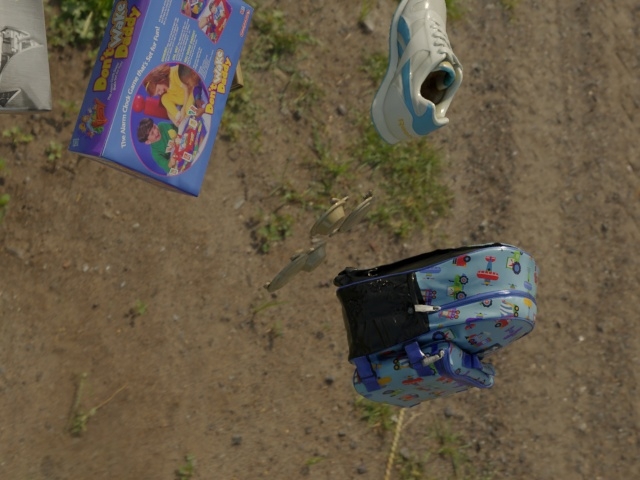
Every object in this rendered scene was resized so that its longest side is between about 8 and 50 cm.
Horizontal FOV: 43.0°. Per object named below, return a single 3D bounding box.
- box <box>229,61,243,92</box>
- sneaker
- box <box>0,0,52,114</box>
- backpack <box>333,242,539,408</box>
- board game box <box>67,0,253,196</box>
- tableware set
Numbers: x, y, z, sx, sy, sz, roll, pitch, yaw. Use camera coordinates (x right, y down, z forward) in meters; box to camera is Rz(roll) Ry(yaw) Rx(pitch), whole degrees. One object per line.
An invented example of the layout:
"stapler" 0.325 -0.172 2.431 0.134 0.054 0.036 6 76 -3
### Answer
"box" -0.244 -0.376 1.630 0.021 0.164 0.201 16 61 -64
"sneaker" 0.137 -0.228 1.034 0.087 0.092 0.229 33 61 -43
"box" -0.389 -0.254 0.879 0.183 0.056 0.231 -9 96 -57
"backpack" 0.119 0.074 0.740 0.158 0.173 0.117 38 38 -61
"board game box" -0.250 -0.271 1.328 0.233 0.078 0.347 24 81 -57
"tableware set" 0.000 0.000 0.976 0.020 0.169 0.141 45 18 11
